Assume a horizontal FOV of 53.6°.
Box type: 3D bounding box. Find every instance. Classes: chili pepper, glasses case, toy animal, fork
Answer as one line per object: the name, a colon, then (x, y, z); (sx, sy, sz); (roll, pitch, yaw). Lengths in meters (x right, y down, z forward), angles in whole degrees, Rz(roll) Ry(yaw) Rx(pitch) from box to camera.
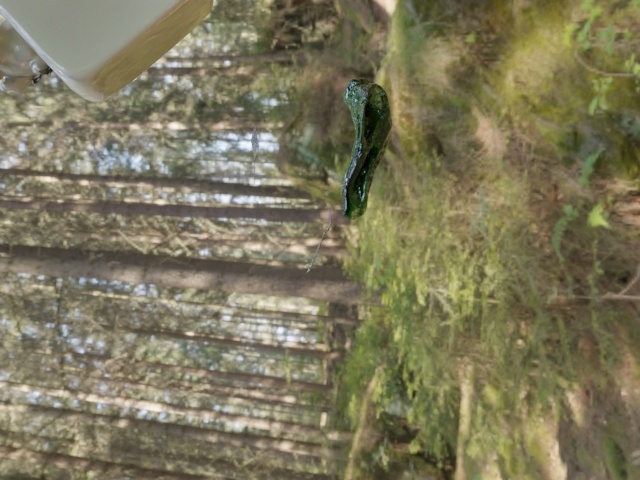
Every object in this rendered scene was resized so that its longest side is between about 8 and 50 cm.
chili pepper: (0.052, -0.115, 0.730); (0.073, 0.050, 0.182); (-29, 45, 52)
glasses case: (-0.221, -0.253, 0.443); (0.131, 0.313, 0.070); (-43, 3, -6)
toy animal: (-0.778, -0.471, 1.447); (0.310, 0.183, 0.247); (18, -82, -41)
fork: (0.001, 0.001, 0.937); (0.016, 0.012, 0.115); (95, -168, -58)

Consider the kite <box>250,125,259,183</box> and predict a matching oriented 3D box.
kite: (-0.092, -0.120, 0.875); (0.044, 0.002, 0.078); (-114, 27, -43)
